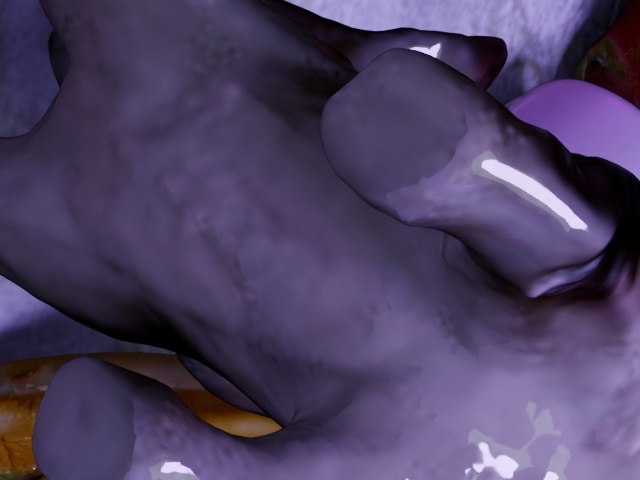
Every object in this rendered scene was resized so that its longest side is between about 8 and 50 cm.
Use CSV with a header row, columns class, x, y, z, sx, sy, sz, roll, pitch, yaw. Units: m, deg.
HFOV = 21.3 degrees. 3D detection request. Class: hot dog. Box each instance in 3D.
class,x,y,z,sx,sy,sz,roll,pitch,yaw
hot dog,-0.082,0.101,0.806,0.250,0.076,0.104,-1,104,-6

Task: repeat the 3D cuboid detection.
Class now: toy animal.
class,x,y,z,sx,sy,sz,roll,pitch,yaw
toy animal,0.000,0.000,0.642,0.303,0.344,0.194,21,106,-45

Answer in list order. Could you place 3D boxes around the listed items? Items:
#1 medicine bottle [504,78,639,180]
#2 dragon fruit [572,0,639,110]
class,x,y,z,sx,sy,sz,roll,pitch,yaw
medicine bottle,0.084,0.032,0.949,0.254,0.152,0.152,-37,143,-22
dragon fruit,0.275,-0.110,1.047,0.269,0.198,0.200,-35,134,-50
